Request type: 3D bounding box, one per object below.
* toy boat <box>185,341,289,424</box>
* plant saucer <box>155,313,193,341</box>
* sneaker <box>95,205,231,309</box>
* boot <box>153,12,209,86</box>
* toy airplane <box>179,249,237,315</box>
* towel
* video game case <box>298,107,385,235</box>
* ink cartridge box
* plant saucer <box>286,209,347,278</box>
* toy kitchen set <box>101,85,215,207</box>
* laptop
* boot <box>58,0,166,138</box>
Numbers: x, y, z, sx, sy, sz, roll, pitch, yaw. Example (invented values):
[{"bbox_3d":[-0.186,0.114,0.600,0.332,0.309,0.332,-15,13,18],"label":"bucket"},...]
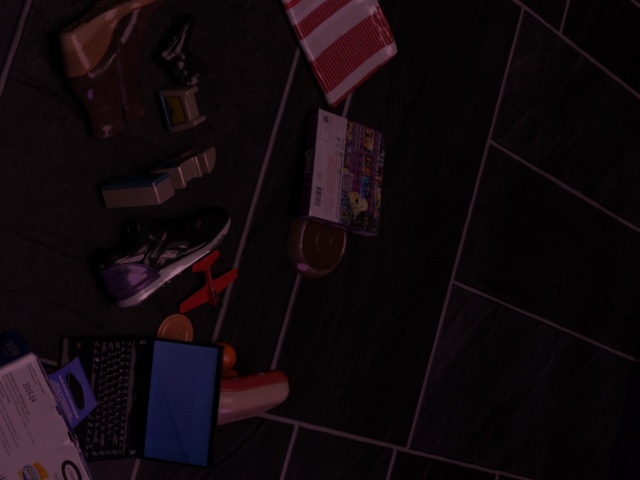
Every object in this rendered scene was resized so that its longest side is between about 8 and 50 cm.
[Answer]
[{"bbox_3d":[-0.182,0.271,2.082,0.231,0.151,0.151,-5,68,-43],"label":"toy boat"},{"bbox_3d":[-0.277,0.182,2.046,0.083,0.013,0.083,-7,100,-43],"label":"plant saucer"},{"bbox_3d":[-0.285,-0.004,1.959,0.283,0.107,0.124,-41,115,-32],"label":"sneaker"},{"bbox_3d":[-0.246,-0.347,1.989,0.099,0.045,0.121,41,75,-36],"label":"boot"},{"bbox_3d":[-0.214,0.078,2.072,0.151,0.028,0.151,-20,119,-40],"label":"toy airplane"},{"bbox_3d":[0.033,-0.476,2.239,0.237,0.037,0.329,-43,122,-30],"label":"towel"},{"bbox_3d":[0.049,-0.141,2.269,0.210,0.042,0.232,14,77,-43],"label":"video game case"},{"bbox_3d":[-0.533,0.323,1.668,0.395,0.151,0.270,-25,114,-19],"label":"ink cartridge box"},{"bbox_3d":[0.000,0.000,2.271,0.168,0.029,0.168,-8,101,-43],"label":"plant saucer"},{"bbox_3d":[-0.304,-0.173,1.934,0.207,0.122,0.166,-42,123,-55],"label":"toy kitchen set"},{"bbox_3d":[-0.328,0.295,1.926,0.264,0.136,0.234,4,92,-42],"label":"laptop"},{"bbox_3d":[-0.346,-0.321,1.893,0.248,0.090,0.207,-42,133,-33],"label":"boot"}]
